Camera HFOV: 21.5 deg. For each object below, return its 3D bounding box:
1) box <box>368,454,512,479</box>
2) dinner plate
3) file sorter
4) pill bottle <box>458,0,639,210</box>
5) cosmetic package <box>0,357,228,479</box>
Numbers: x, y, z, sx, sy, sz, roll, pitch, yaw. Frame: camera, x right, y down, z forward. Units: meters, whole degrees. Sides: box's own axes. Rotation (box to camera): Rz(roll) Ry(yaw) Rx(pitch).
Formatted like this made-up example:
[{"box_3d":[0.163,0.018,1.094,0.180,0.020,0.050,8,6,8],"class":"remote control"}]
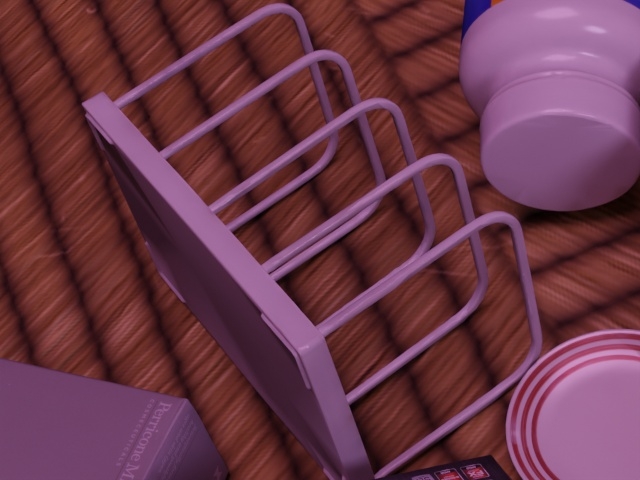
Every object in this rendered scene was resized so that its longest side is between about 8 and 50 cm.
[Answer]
[{"box_3d":[0.042,0.217,0.968,0.231,0.056,0.183,-8,34,-25],"class":"box"},{"box_3d":[0.191,0.120,1.100,0.141,0.017,0.141,-9,52,11],"class":"dinner plate"},{"box_3d":[0.000,0.000,1.145,0.173,0.193,0.277,-34,51,-12],"class":"file sorter"},{"box_3d":[0.179,-0.162,1.229,0.152,0.152,0.272,-4,53,16],"class":"pill bottle"},{"box_3d":[-0.198,0.160,1.147,0.238,0.107,0.127,6,54,26],"class":"cosmetic package"}]
